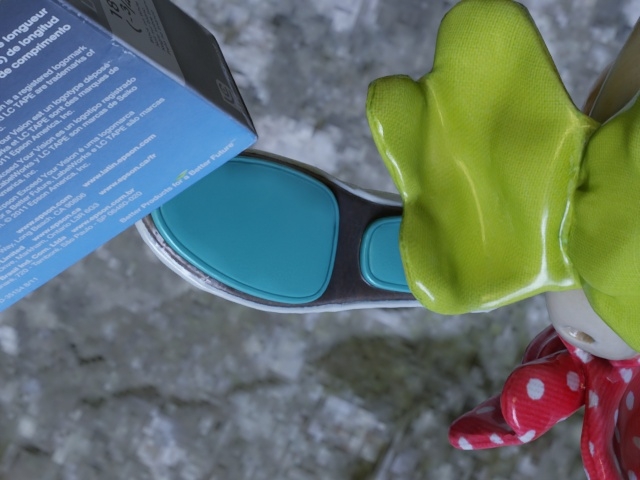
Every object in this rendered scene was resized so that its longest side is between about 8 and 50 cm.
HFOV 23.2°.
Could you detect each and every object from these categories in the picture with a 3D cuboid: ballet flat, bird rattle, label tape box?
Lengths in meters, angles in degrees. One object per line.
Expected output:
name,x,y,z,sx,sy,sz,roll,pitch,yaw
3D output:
ballet flat,0.000,0.000,1.414,0.400,0.139,0.139,8,110,-27
bird rattle,0.134,-0.007,0.606,0.207,0.143,0.253,-57,146,-14
label tape box,-0.231,-0.093,0.920,0.241,0.105,0.334,-33,148,17
